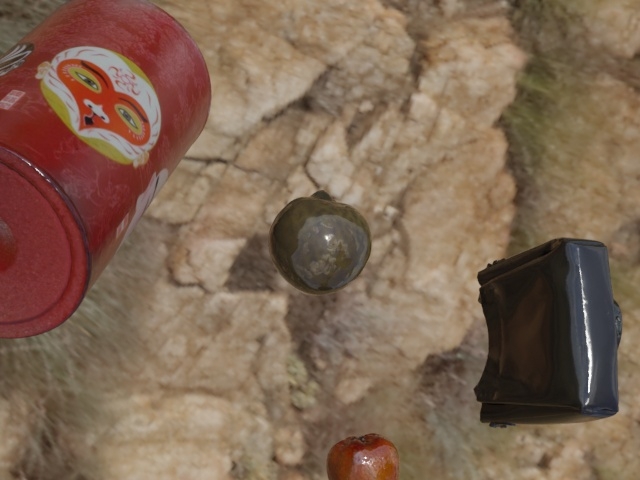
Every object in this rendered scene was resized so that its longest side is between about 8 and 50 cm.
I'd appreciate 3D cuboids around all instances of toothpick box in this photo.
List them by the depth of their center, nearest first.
[{"bbox_3d":[-0.246,-0.084,1.109,0.333,0.204,0.204,-65,152,-55],"label":"toothpick box"}]

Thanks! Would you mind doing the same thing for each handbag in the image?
[{"bbox_3d":[0.350,0.151,1.873,0.114,0.257,0.285,12,71,-39],"label":"handbag"}]

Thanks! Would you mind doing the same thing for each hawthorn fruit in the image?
[{"bbox_3d":[0.048,0.251,1.236,0.081,0.081,0.093,-10,88,-38],"label":"hawthorn fruit"}]

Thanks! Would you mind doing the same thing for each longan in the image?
[{"bbox_3d":[0.000,0.000,1.186,0.113,0.092,0.113,9,68,-22],"label":"longan"}]
